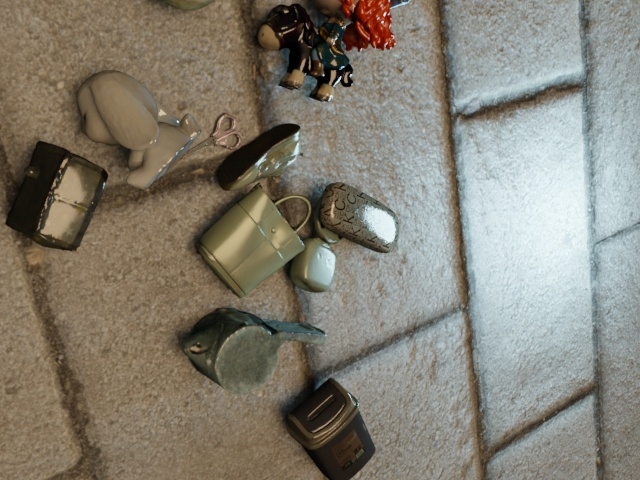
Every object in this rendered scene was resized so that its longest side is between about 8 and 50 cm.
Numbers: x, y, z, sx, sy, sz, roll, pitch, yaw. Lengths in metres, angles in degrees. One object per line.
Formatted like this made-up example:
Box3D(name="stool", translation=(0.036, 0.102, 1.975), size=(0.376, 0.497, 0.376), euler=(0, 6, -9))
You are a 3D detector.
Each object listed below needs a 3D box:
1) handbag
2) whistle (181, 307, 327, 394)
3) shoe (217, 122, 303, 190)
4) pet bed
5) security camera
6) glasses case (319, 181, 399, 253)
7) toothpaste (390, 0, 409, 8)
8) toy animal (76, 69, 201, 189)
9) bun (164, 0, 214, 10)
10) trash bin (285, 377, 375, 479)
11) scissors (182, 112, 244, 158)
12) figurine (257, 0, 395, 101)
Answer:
Box3D(name="handbag", translation=(-0.162, -0.014, 1.798), size=(0.315, 0.109, 0.241), euler=(-43, 121, -12))
Box3D(name="whistle", translation=(-0.176, 0.267, 1.828), size=(0.405, 0.168, 0.188), euler=(-24, 113, -32))
Box3D(name="shoe", translation=(-0.152, -0.206, 1.792), size=(0.275, 0.103, 0.098), euler=(-36, 128, -21))
Box3D(name="pet bed", translation=(-0.589, -0.096, 1.479), size=(0.159, 0.183, 0.211), euler=(26, 84, -36))
Box3D(name="security camera", translation=(0.000, 0.000, 1.944), size=(0.157, 0.080, 0.301), euler=(30, 71, -47))
Box3D(name="glasses case", translation=(0.121, -0.062, 1.966), size=(0.355, 0.085, 0.137), euler=(25, 70, -49))
Box3D(name="toothpaste", translation=(0.213, -0.694, 1.977), size=(0.140, 0.021, 0.037), euler=(-23, 112, -25))
Box3D(name="toy animal", translation=(-0.427, -0.274, 1.545), size=(0.206, 0.271, 0.265), euler=(-43, 98, 12))
Box3D(name="bun", translation=(-0.324, -0.655, 1.566), size=(0.239, 0.141, 0.239), euler=(-7, 100, -42))
Box3D(name="trash bin", translation=(0.031, 0.566, 2.016), size=(0.209, 0.182, 0.290), euler=(-39, 123, -22))
Box3D(name="scissors", translation=(-0.286, -0.254, 1.744), size=(0.189, 0.015, 0.100), euler=(-33, 118, -23))
Box3D(name="figurine", translation=(0.026, -0.566, 1.783), size=(0.412, 0.241, 0.306), euler=(-42, 96, 1))
